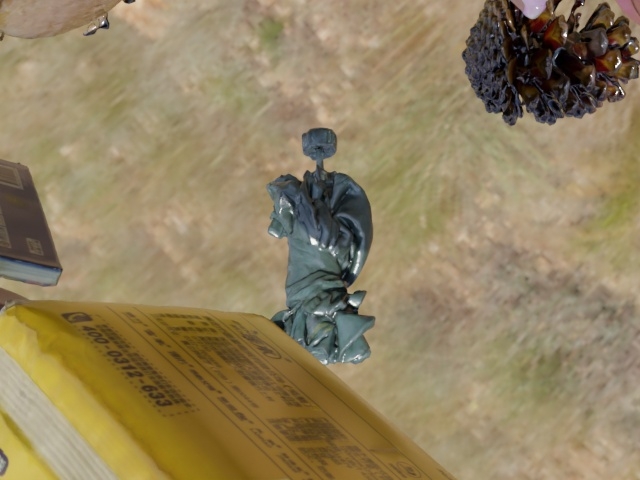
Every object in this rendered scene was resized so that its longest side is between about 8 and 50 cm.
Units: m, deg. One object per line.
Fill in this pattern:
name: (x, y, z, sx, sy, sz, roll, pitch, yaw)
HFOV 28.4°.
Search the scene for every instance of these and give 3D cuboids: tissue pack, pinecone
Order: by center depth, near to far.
tissue pack: (-0.056, 0.224, 0.888, 0.293, 0.228, 0.382, 6, -155, -46)
pinecone: (0.370, -0.298, 1.995, 0.246, 0.292, 0.246, 180, 90, -77)

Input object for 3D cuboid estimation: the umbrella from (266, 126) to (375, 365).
umbrella: (-0.002, -0.001, 1.681, 0.143, 0.348, 0.094, 4, 154, -6)

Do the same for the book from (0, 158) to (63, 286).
book: (-0.551, -0.069, 1.584, 0.428, 0.039, 0.300, 15, -156, -29)

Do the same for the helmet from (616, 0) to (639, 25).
helmet: (0.364, -0.194, 0.980, 0.253, 0.154, 0.198, -30, 140, 30)

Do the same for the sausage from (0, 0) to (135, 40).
sausage: (-0.248, -0.331, 1.077, 0.117, 0.125, 0.317, -27, 70, 39)

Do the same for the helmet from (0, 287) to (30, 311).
helmet: (-0.346, 0.148, 1.302, 0.271, 0.197, 0.338, 17, 152, 55)

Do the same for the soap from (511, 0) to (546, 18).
soap: (0.263, -0.352, 1.564, 0.065, 0.122, 0.203, 37, -166, -13)
